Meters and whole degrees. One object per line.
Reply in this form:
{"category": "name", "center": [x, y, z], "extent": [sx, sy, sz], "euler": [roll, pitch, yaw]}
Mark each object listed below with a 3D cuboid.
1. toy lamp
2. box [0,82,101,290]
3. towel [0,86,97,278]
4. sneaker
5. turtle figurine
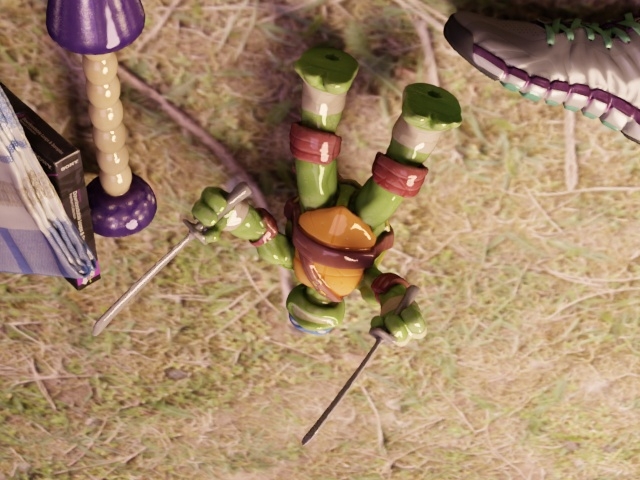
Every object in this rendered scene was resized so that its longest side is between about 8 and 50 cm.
{"category": "toy lamp", "center": [-0.176, -0.121, 1.061], "extent": [0.080, 0.080, 0.275], "euler": [6, 140, 2]}
{"category": "box", "center": [-0.245, -0.045, 1.135], "extent": [0.116, 0.029, 0.162], "euler": [38, 146, 30]}
{"category": "towel", "center": [-0.319, -0.081, 1.077], "extent": [0.209, 0.034, 0.285], "euler": [4, 133, 36]}
{"category": "sneaker", "center": [0.205, -0.150, 0.992], "extent": [0.223, 0.083, 0.098], "euler": [19, 115, -19]}
{"category": "turtle figurine", "center": [0.000, 0.000, 1.049], "extent": [0.274, 0.198, 0.266], "euler": [-13, 132, -42]}
